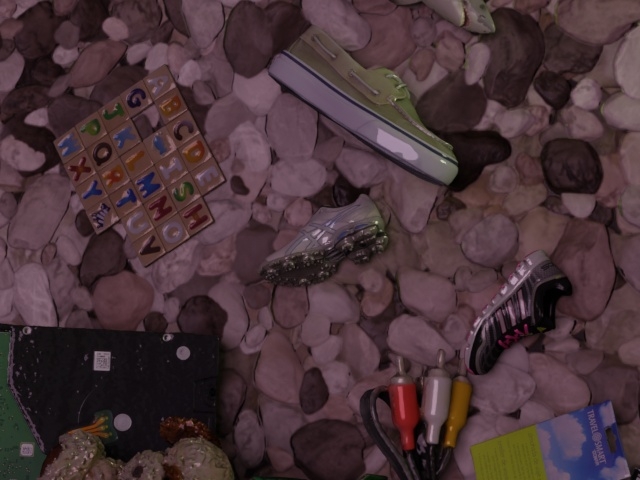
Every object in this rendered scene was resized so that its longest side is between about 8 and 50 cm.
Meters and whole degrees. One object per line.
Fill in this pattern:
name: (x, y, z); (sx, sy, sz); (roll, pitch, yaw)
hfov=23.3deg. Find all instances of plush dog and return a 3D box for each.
plush dog: (-0.194, 0.323, 1.804); (0.225, 0.210, 0.262); (-36, 29, 16)

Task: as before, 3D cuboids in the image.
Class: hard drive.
hard drive: (-0.301, 0.228, 1.946); (0.339, 0.064, 0.236); (3, 80, -10)

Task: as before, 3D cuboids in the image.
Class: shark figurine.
shark figurine: (0.137, -0.398, 1.943); (0.116, 0.278, 0.166); (-37, 28, -28)

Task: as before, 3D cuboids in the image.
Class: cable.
cable: (0.123, 0.272, 1.822); (0.072, 0.139, 0.287); (-33, 58, 57)

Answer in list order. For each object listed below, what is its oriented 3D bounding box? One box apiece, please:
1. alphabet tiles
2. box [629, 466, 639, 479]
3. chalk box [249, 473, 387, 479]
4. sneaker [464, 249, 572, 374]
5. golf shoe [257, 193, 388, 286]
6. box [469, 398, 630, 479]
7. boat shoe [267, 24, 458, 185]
alphabet tiles: (-0.240, -0.092, 2.099); (0.198, 0.009, 0.237); (-33, 69, 13)
box: (0.407, 0.373, 1.729); (0.191, 0.045, 0.184); (20, 85, 25)
chalk box: (-0.021, 0.390, 1.825); (0.179, 0.180, 0.289); (30, 91, 24)
sneaker: (0.238, 0.096, 1.839); (0.075, 0.063, 0.170); (35, 89, 30)
golf shoe: (0.000, 0.000, 1.965); (0.176, 0.069, 0.086); (-20, 53, 14)
box: (0.268, 0.263, 1.789); (0.178, 0.042, 0.109); (-22, 51, 17)
boat shoe: (0.061, -0.175, 1.942); (0.302, 0.109, 0.094); (36, 92, 27)
